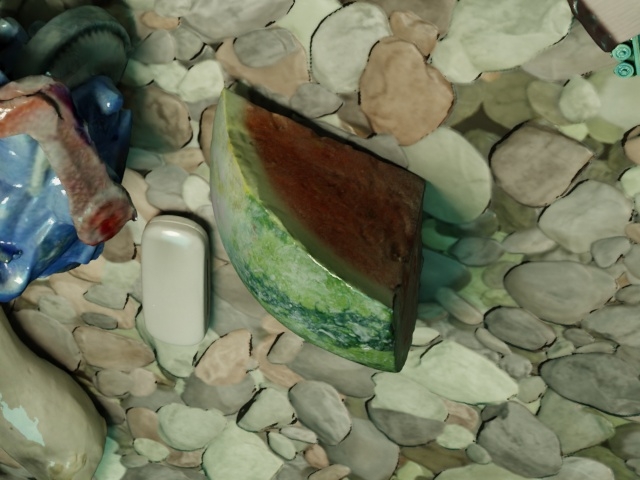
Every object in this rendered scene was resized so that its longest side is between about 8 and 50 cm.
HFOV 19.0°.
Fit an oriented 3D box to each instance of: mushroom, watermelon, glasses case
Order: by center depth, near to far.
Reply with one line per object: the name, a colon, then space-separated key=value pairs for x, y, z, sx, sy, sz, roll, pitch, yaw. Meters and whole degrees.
watermelon: x=0.000 y=0.000 z=1.664 sx=0.260 sy=0.176 sz=0.256 roll=22 pitch=175 yaw=-8
glasses case: x=-0.136 y=0.040 z=1.808 sx=0.063 sy=0.041 sz=0.164 roll=8 pitch=136 yaw=6
mushroom: x=-0.319 y=0.140 z=1.928 sx=0.109 sy=0.097 sz=0.351 roll=-14 pitch=127 yaw=27

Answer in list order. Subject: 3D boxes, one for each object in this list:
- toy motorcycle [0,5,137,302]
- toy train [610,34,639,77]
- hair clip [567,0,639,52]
toy motorcycle: x=-0.276 y=-0.065 z=1.637 sx=0.241 sy=0.182 sz=0.319 roll=-7 pitch=139 yaw=-15
toy train: x=0.246 y=-0.166 z=1.498 sx=0.045 sy=0.029 sz=0.092 roll=-6 pitch=132 yaw=11
hair clip: x=0.322 y=-0.249 z=1.344 sx=0.330 sy=0.101 sz=0.085 roll=-23 pitch=121 yaw=31
